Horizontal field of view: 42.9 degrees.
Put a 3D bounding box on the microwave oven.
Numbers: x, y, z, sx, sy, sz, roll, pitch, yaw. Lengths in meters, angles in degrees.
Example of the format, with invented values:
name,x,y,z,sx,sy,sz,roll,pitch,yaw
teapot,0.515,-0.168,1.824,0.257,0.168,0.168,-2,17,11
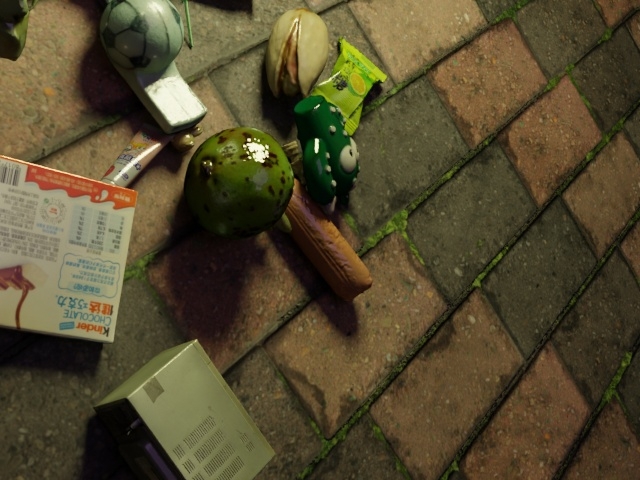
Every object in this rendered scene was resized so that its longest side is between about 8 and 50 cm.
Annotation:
name,x,y,z,sx,sy,sz,roll,pitch,yaw
microwave oven,-0.226,0.317,1.329,0.194,0.145,0.240,-40,101,-38

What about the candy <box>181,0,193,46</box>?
name,x,y,z,sx,sy,sz,roll,pitch,yaw
candy,-0.269,-0.478,1.616,0.049,0.056,0.184,-87,172,-75

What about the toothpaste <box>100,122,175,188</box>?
name,x,y,z,sx,sy,sz,roll,pitch,yaw
toothpaste,-0.339,-0.140,1.463,0.067,0.043,0.194,21,53,11

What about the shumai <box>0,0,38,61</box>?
name,x,y,z,sx,sy,sz,roll,pitch,yaw
shumai,-0.572,-0.415,1.200,0.348,0.395,0.395,45,49,-44

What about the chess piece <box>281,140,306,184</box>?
name,x,y,z,sx,sy,sz,roll,pitch,yaw
chess piece,-0.049,-0.161,1.715,0.035,0.035,0.092,-29,98,-41

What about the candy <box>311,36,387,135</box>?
name,x,y,z,sx,sy,sz,roll,pitch,yaw
candy,0.069,-0.356,1.855,0.149,0.069,0.246,40,53,-18

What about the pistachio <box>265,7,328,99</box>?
name,x,y,z,sx,sy,sz,roll,pitch,yaw
pistachio,-0.051,-0.397,1.727,0.144,0.144,0.215,24,58,-31

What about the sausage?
name,x,y,z,sx,sy,sz,roll,pitch,yaw
sausage,0.000,0.001,1.661,0.289,0.086,0.086,52,50,-12

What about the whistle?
name,x,y,z,sx,sy,sz,roll,pitch,yaw
whistle,-0.305,-0.353,1.486,0.163,0.163,0.289,-34,83,-41

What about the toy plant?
name,x,y,z,sx,sy,sz,roll,pitch,yaw
toy plant,0.018,-0.180,1.688,0.232,0.113,0.243,-24,104,-66

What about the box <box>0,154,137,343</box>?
name,x,y,z,sx,sy,sz,roll,pitch,yaw
box,-0.443,0.017,1.298,0.273,0.048,0.265,16,74,-35

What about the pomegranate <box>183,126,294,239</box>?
name,x,y,z,sx,sy,sz,roll,pitch,yaw
pomegranate,-0.139,-0.096,1.517,0.263,0.211,0.211,34,52,-56

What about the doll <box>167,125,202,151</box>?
name,x,y,z,sx,sy,sz,roll,pitch,yaw
doll,-0.256,-0.210,1.549,0.061,0.051,0.093,8,69,-5
